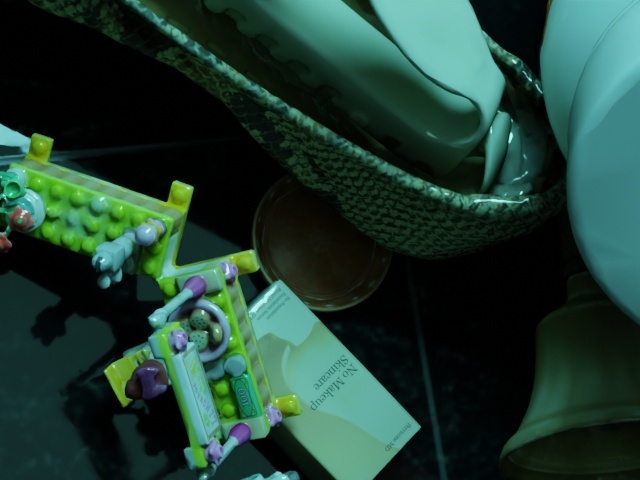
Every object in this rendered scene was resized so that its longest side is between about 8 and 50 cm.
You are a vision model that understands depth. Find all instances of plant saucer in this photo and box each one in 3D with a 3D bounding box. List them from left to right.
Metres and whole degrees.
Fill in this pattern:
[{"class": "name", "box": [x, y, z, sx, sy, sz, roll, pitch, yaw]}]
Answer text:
[{"class": "plant saucer", "box": [0.000, 0.000, 1.093, 0.083, 0.013, 0.083, 4, 78, -17]}]

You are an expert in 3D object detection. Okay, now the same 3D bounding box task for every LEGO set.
[{"class": "LEGO set", "box": [-0.111, 0.037, 0.978, 0.132, 0.107, 0.287, -37, 93, 21]}]

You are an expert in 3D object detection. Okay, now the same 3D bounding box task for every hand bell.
[{"class": "hand bell", "box": [0.151, 0.010, 1.105, 0.126, 0.126, 0.242, 2, 65, -16]}]

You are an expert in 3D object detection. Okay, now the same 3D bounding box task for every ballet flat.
[{"class": "ballet flat", "box": [-0.048, -0.158, 0.974, 0.483, 0.182, 0.164, 36, 70, -18]}]

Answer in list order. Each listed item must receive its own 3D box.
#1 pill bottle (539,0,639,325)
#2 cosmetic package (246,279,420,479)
[{"class": "pill bottle", "box": [0.228, -0.125, 0.981, 0.224, 0.224, 0.392, 28, 34, -9]}, {"class": "cosmetic package", "box": [-0.007, 0.084, 1.058, 0.115, 0.041, 0.060, 45, 70, -3]}]
